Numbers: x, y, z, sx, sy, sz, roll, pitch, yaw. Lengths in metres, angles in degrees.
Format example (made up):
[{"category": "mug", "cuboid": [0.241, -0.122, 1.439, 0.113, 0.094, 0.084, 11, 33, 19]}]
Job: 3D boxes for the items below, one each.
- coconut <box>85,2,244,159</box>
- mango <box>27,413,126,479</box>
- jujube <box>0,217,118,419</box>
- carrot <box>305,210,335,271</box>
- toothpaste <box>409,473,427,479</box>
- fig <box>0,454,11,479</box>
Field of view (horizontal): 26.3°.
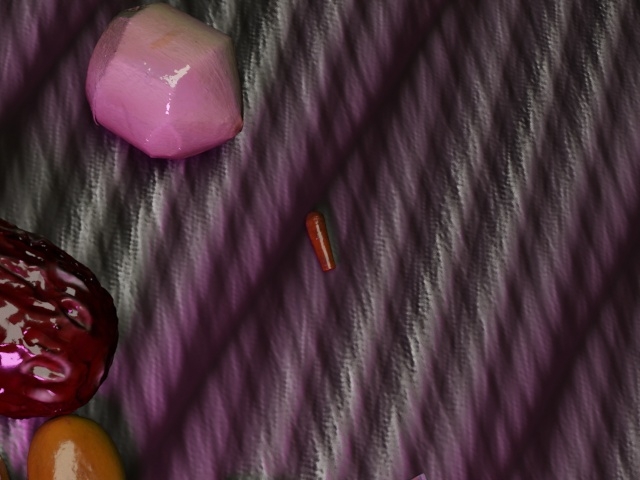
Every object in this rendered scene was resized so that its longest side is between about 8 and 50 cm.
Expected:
[{"category": "coconut", "cuboid": [-0.213, -0.221, 1.981, 0.234, 0.224, 0.224, 23, 68, 0]}, {"category": "mango", "cuboid": [-0.321, 0.325, 1.816, 0.130, 0.092, 0.194, 2, 65, -24]}, {"category": "jujube", "cuboid": [-0.452, 0.090, 1.801, 0.377, 0.258, 0.258, 19, 68, 2]}, {"category": "carrot", "cuboid": [0.000, 0.000, 2.031, 0.032, 0.032, 0.093, -13, 78, -15]}, {"category": "toothpaste", "cuboid": [0.076, 0.385, 1.902, 0.195, 0.043, 0.067, -16, 74, -26]}, {"category": "fig", "cuboid": [-0.422, 0.358, 1.799, 0.124, 0.124, 0.236, -7, 48, -13]}]
